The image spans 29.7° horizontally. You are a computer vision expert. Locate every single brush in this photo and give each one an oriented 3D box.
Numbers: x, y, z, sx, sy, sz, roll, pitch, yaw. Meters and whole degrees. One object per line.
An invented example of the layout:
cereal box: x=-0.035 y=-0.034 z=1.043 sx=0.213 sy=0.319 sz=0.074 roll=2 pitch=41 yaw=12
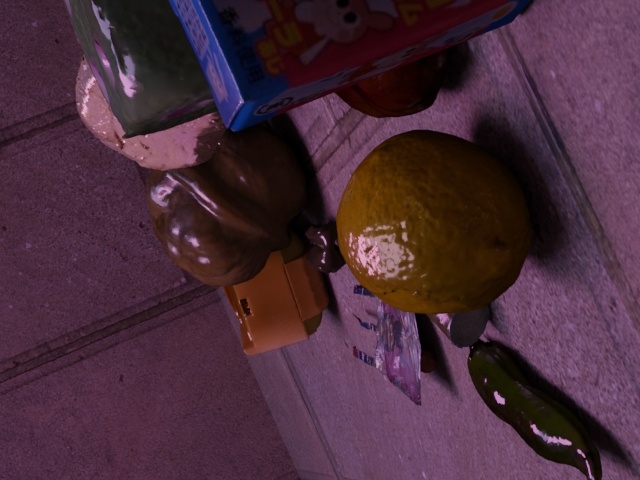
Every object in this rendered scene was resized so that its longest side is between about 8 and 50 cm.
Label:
brush: x=0.000 y=0.000 z=2.135 sx=0.301 sy=0.071 sz=0.084 roll=-142 pitch=47 yaw=-81

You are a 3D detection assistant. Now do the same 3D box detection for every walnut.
walnut: x=-0.169 y=-0.073 z=2.149 sx=0.277 sy=0.282 sz=0.253 roll=39 pitch=157 yaw=43

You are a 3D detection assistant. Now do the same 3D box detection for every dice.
dice: x=-0.182 y=-0.344 z=1.678 sx=0.322 sy=0.318 sz=0.330 roll=68 pitch=166 yaw=-1

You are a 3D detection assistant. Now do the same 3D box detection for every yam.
yam: x=0.153 y=0.058 z=1.577 sx=0.179 sy=0.078 sz=0.078 roll=54 pitch=162 yaw=44

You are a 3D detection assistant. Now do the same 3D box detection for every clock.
clock: x=-0.113 y=0.052 z=2.404 sx=0.317 sy=0.200 sz=0.244 roll=-122 pitch=16 yaw=-65

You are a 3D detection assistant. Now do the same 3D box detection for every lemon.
lemon: x=0.121 y=-0.018 z=1.310 sx=0.260 sy=0.204 sz=0.204 roll=27 pitch=139 yaw=58

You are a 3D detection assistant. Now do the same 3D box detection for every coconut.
coconut: x=-0.239 y=-0.300 z=1.999 sx=0.309 sy=0.298 sz=0.297 roll=-77 pitch=-18 yaw=-46

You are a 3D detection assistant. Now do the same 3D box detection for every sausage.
sausage: x=0.144 y=0.184 z=1.903 sx=0.158 sy=0.036 sz=0.042 roll=170 pitch=112 yaw=-76

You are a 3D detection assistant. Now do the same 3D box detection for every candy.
candy: x=0.030 y=-0.229 z=1.067 sx=0.157 sy=0.306 sz=0.100 roll=66 pitch=164 yaw=5

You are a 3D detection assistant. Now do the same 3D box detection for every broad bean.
broad bean: x=0.252 y=0.205 z=1.459 sx=0.339 sy=0.061 sz=0.077 roll=-136 pitch=37 yaw=-58
broad bean: x=0.069 y=-0.209 z=1.358 sx=0.156 sy=0.122 sz=0.228 roll=43 pitch=177 yaw=-11

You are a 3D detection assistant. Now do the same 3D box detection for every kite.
kite: x=0.099 y=0.149 z=1.956 sx=0.360 sy=0.022 sz=0.204 roll=179 pitch=86 yaw=-76

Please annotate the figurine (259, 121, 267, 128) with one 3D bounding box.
figurine: x=-0.153 y=-0.155 z=2.346 sx=0.156 sy=0.131 sz=0.246 roll=27 pitch=144 yaw=0
